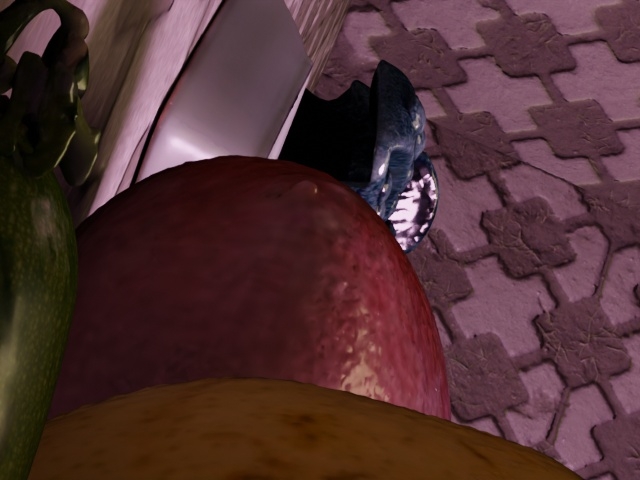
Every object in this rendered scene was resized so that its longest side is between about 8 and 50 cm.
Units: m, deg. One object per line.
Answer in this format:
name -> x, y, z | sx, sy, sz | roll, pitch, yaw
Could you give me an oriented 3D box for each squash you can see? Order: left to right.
squash -> -0.116, 0.093, 0.348 | 0.071, 0.080, 0.318 | -2, -126, 44

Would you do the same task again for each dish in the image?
dish -> -0.053, -0.071, 1.092 | 0.234, 0.064, 0.154 | -68, -179, -48

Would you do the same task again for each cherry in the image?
cherry -> -0.050, 0.073, 0.757 | 0.239, 0.206, 0.239 | 0, 90, -66

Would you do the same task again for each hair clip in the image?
hair clip -> 0.000, 0.001, 1.345 | 0.206, 0.194, 0.310 | -93, -173, -65

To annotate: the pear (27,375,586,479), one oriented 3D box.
pear -> -0.025, 0.210, 0.505 | 0.348, 0.348, 0.348 | -156, -90, -89
